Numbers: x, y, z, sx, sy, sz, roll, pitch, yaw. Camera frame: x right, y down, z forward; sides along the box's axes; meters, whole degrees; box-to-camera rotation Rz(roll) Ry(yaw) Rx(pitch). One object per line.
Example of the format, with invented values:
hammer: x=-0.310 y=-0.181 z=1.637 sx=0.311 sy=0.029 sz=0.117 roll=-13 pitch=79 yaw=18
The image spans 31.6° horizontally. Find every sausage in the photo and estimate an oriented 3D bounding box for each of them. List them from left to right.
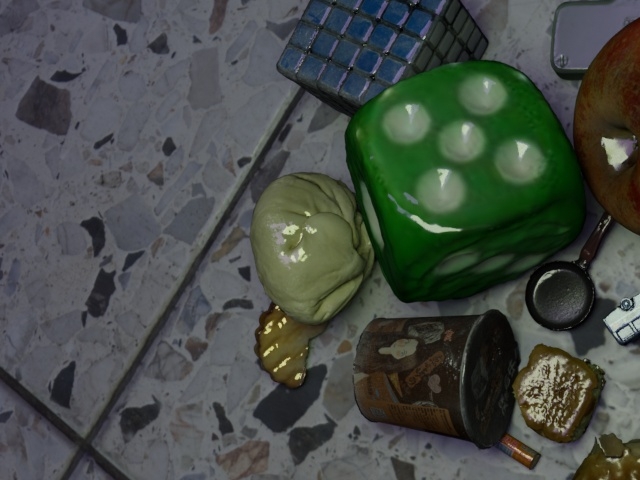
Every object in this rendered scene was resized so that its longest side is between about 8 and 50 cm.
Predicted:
sausage: x=0.296 y=0.323 z=1.797 sx=0.107 sy=0.031 sz=0.031 roll=32 pitch=93 yaw=27

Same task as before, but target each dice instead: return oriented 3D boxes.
dice: x=0.213 y=-0.084 z=1.738 sx=0.300 sy=0.297 sz=0.287 roll=-20 pitch=67 yaw=-5

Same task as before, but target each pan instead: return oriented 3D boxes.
pan: x=0.407 y=0.046 z=1.799 sx=0.115 sy=0.040 sz=0.212 roll=35 pitch=102 yaw=27

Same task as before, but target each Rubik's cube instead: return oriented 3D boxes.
Rubik's cube: x=0.108 y=-0.314 z=1.905 sx=0.237 sy=0.238 sz=0.237 roll=30 pitch=91 yaw=28

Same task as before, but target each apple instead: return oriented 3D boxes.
apple: x=0.539 y=-0.169 z=1.631 sx=0.277 sy=0.348 sz=0.348 roll=-17 pitch=67 yaw=-20

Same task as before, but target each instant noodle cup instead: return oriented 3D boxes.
instant noodle cup: x=0.179 y=0.211 z=1.787 sx=0.207 sy=0.217 sz=0.217 roll=0 pitch=79 yaw=31

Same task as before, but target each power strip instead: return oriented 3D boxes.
power strip: x=0.511 y=-0.357 z=1.829 sx=0.265 sy=0.059 sz=0.193 roll=4 pitch=85 yaw=25

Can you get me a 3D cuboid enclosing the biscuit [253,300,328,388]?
biscuit: x=-0.056 y=0.156 z=1.974 sx=0.118 sy=0.061 sz=0.183 roll=26 pitch=90 yaw=-14

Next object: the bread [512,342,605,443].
bread: x=0.365 y=0.238 z=1.763 sx=0.128 sy=0.069 sz=0.140 roll=23 pitch=88 yaw=28

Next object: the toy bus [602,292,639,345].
toy bus: x=0.515 y=0.096 z=1.737 sx=0.166 sy=0.047 sz=0.065 roll=-36 pitch=71 yaw=15

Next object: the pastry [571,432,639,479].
pastry: x=0.486 y=0.441 z=1.625 sx=0.329 sy=0.136 sz=0.329 roll=-6 pitch=75 yaw=23

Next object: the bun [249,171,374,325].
bun: x=0.000 y=0.000 z=1.871 sx=0.160 sy=0.259 sz=0.259 roll=-23 pitch=70 yaw=32
